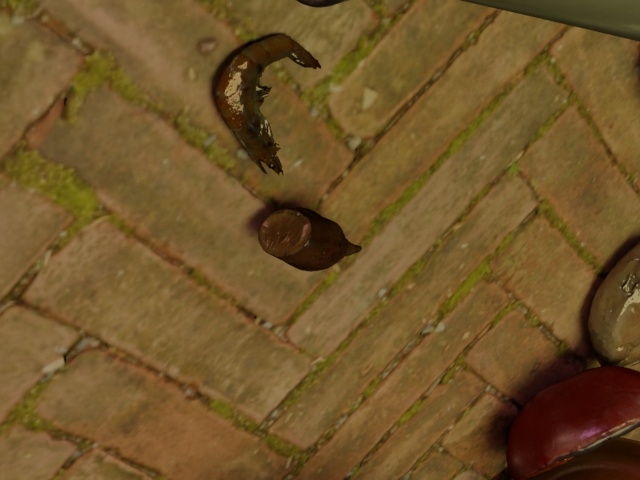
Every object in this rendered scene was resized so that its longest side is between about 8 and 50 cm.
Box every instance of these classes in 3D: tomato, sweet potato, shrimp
[{"bbox_3d":[0.276,0.190,1.371,0.174,0.082,0.166,-20,168,-32],"label":"tomato"},{"bbox_3d":[0.000,0.000,0.992,0.117,0.049,0.049,12,114,-55],"label":"sweet potato"},{"bbox_3d":[-0.030,-0.096,0.900,0.083,0.023,0.114,-39,138,-14],"label":"shrimp"}]

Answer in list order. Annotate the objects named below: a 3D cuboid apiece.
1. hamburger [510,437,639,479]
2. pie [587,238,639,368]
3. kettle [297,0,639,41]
[{"bbox_3d":[0.333,0.379,1.452,0.274,0.274,0.212,-32,136,-19],"label":"hamburger"},{"bbox_3d":[0.375,0.072,1.402,0.218,0.052,0.185,0,121,-45],"label":"pie"},{"bbox_3d":[0.151,-0.294,0.705,0.376,0.250,0.361,-5,117,-46],"label":"kettle"}]
